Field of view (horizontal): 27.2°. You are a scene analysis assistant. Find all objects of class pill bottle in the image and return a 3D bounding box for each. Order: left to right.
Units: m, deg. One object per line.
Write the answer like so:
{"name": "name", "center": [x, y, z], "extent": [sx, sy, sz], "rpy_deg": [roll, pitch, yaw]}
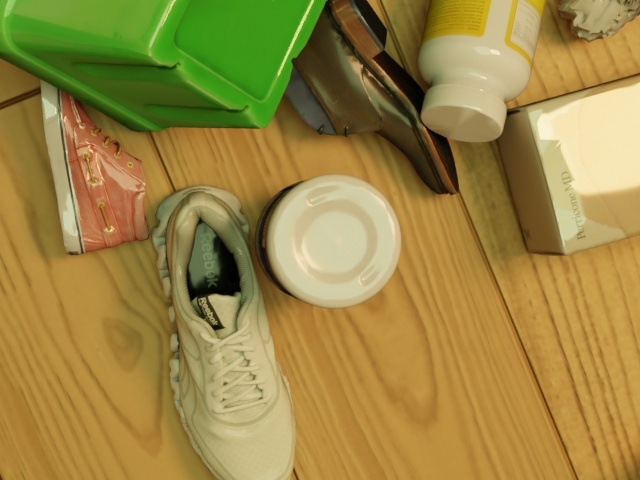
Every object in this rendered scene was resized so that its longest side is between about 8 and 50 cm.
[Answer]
{"name": "pill bottle", "center": [0.000, 0.000, 1.156], "extent": [0.112, 0.187, 0.112], "rpy_deg": [0, 91, -7]}
{"name": "pill bottle", "center": [0.145, -0.187, 1.193], "extent": [0.103, 0.103, 0.184], "rpy_deg": [17, 71, -8]}

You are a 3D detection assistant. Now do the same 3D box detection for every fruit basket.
{"name": "fruit basket", "center": [-0.171, -0.303, 1.133], "extent": [0.392, 0.283, 0.392], "rpy_deg": [-11, 68, 29]}

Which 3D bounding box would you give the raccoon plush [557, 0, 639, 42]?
{"name": "raccoon plush", "center": [0.467, -0.317, 1.259], "extent": [0.299, 0.216, 0.446], "rpy_deg": [34, 116, -20]}

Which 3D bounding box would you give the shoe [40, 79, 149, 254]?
{"name": "shoe", "center": [-0.204, -0.079, 1.193], "extent": [0.081, 0.063, 0.177], "rpy_deg": [-9, 97, -9]}

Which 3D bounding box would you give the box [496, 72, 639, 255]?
{"name": "box", "center": [0.334, -0.094, 1.232], "extent": [0.311, 0.121, 0.148], "rpy_deg": [-17, 94, -7]}

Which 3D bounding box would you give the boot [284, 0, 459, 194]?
{"name": "boot", "center": [0.041, -0.120, 1.231], "extent": [0.106, 0.082, 0.219], "rpy_deg": [-27, 103, 18]}

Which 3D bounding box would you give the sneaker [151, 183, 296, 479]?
{"name": "sneaker", "center": [-0.086, 0.094, 1.183], "extent": [0.110, 0.118, 0.292], "rpy_deg": [-15, 94, -9]}
